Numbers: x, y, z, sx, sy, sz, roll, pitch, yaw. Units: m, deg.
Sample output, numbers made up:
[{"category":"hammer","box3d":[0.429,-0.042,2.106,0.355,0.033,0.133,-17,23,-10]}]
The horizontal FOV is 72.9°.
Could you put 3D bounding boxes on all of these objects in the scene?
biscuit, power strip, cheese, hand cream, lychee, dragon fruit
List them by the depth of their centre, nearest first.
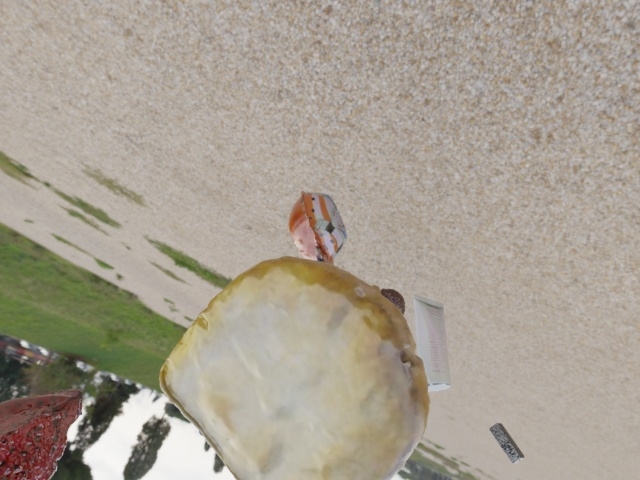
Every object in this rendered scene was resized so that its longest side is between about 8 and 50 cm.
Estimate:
[{"category":"biscuit","box3d":[-0.044,0.243,0.741,0.429,0.446,0.104,39,-165,15]},{"category":"cheese","box3d":[0.000,0.000,1.077,0.129,0.329,0.217,-22,130,9]},{"category":"dragon fruit","box3d":[-0.785,0.529,1.150,0.302,0.330,0.240,55,147,2]},{"category":"power strip","box3d":[0.541,0.588,1.260,0.029,0.038,0.111,20,-153,-38]},{"category":"lychee","box3d":[0.239,0.223,1.503,0.123,0.123,0.129,20,126,13]},{"category":"hand cream","box3d":[0.434,0.399,1.698,0.186,0.358,0.118,20,148,-30]}]

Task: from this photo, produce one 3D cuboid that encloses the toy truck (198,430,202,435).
[{"category":"toy truck","box3d":[-0.314,0.684,1.553,0.253,0.114,0.107,43,-158,-8]}]
